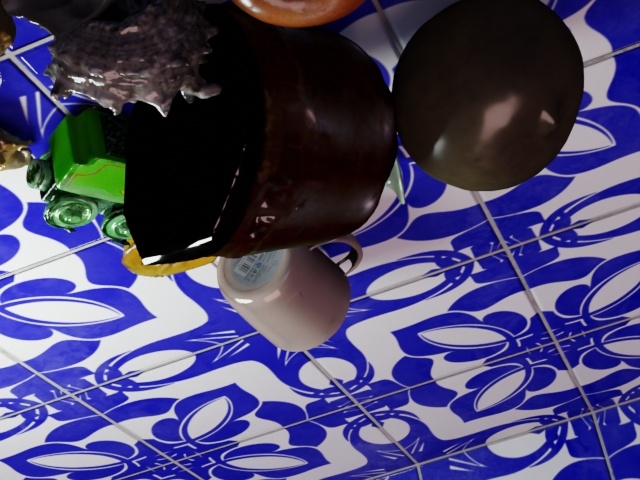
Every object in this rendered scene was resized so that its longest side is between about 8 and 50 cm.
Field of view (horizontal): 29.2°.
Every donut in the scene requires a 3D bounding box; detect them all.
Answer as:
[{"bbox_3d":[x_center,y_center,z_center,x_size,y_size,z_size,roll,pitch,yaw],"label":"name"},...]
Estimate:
[{"bbox_3d":[-0.264,0.004,2.179,0.178,0.066,0.162,-14,154,2],"label":"donut"}]

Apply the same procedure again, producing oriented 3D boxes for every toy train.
[{"bbox_3d":[-0.328,-0.102,1.927,0.243,0.132,0.188,12,137,-37],"label":"toy train"}]

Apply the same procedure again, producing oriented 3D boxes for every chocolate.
[{"bbox_3d":[-0.062,-0.133,1.747,0.331,0.384,0.383,11,142,-34],"label":"chocolate"}]

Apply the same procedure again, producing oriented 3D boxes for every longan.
[{"bbox_3d":[0.243,-0.218,1.772,0.297,0.297,0.297,-8,149,-5],"label":"longan"}]

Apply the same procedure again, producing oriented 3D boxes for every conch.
[{"bbox_3d":[-0.268,-0.267,1.534,0.241,0.313,0.186,-46,-179,-27],"label":"conch"}]

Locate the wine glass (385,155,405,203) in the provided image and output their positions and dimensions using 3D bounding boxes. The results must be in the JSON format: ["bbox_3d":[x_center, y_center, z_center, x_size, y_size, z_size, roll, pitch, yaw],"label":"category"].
[{"bbox_3d":[0.000,0.000,2.102,0.309,0.264,0.096,-11,-169,0],"label":"wine glass"}]

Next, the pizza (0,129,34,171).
[{"bbox_3d":[-0.557,-0.139,1.818,0.189,0.071,0.297,-23,162,25],"label":"pizza"}]

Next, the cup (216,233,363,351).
[{"bbox_3d":[-0.047,0.060,2.232,0.252,0.191,0.200,-34,142,9],"label":"cup"}]

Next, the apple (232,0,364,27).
[{"bbox_3d":[-0.034,-0.379,1.456,0.251,0.206,0.272,2,150,20],"label":"apple"}]

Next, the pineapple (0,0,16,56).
[{"bbox_3d":[-0.521,-0.258,1.629,0.237,0.119,0.111,-25,136,14],"label":"pineapple"}]
